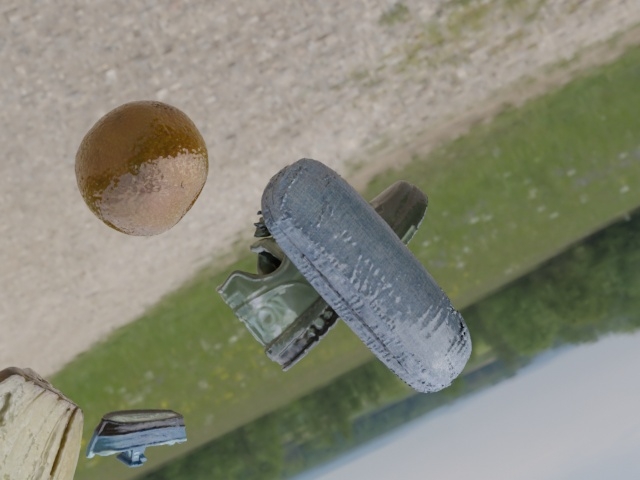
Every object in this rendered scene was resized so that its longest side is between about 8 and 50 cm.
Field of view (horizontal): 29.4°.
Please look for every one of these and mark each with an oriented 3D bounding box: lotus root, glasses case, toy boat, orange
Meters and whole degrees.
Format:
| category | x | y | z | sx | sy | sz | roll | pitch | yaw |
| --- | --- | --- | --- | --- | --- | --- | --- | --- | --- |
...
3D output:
| category | x | y | z | sx | sy | sz | roll | pitch | yaw |
| --- | --- | --- | --- | --- | --- | --- | --- | --- | --- |
| lotus root | -0.277 | 0.174 | 1.071 | 0.159 | 0.095 | 0.135 | 30 | 89 | -48 |
| glasses case | 0.050 | 0.035 | 1.251 | 0.067 | 0.282 | 0.109 | -35 | -169 | 43 |
| toy boat | -0.214 | 0.230 | 1.414 | 0.060 | 0.061 | 0.137 | 18 | -171 | 37 |
| orange | -0.103 | -0.042 | 0.702 | 0.085 | 0.085 | 0.085 | -25 | 173 | -3 |

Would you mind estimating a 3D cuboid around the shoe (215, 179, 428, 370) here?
| category | x | y | z | sx | sy | sz | roll | pitch | yaw |
| --- | --- | --- | --- | --- | --- | --- | --- | --- | --- |
| shoe | -0.002 | 0.000 | 1.390 | 0.293 | 0.149 | 0.109 | -51 | -174 | -31 |
